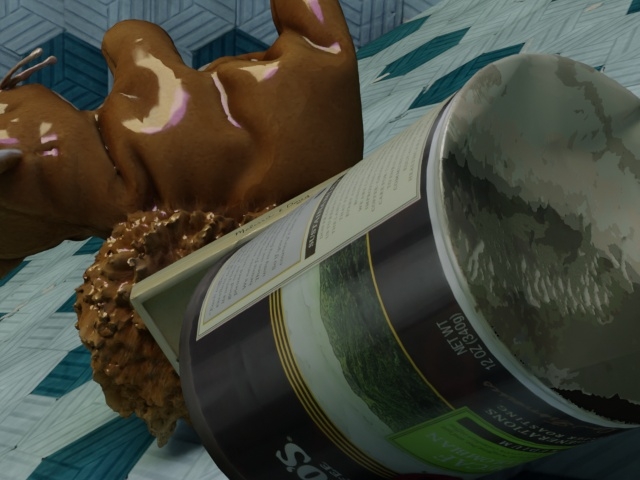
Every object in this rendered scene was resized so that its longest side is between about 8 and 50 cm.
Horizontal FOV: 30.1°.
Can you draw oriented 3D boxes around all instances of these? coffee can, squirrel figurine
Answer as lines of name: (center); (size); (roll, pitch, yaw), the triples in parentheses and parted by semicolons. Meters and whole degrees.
coffee can: (0.066, 0.042, 0.697); (0.201, 0.201, 0.275); (-44, 6, -39)
squirrel figurine: (-0.148, -0.029, 1.092); (0.370, 0.397, 0.281); (-9, -29, -20)

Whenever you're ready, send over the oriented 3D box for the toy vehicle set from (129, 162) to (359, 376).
toy vehicle set: (0.001, 0.048, 0.973); (0.267, 0.166, 0.035); (-28, 17, 7)
